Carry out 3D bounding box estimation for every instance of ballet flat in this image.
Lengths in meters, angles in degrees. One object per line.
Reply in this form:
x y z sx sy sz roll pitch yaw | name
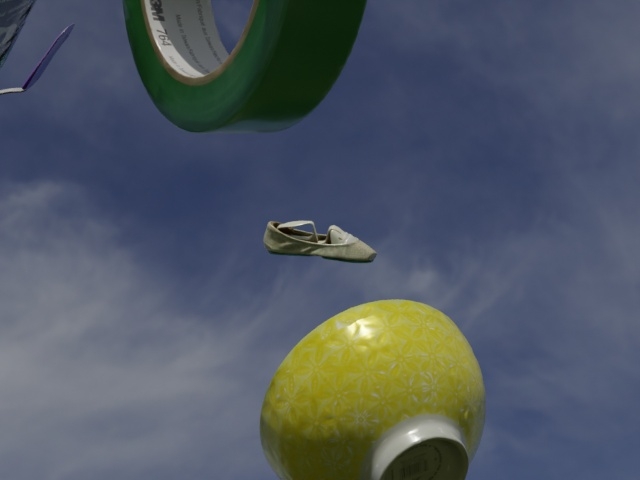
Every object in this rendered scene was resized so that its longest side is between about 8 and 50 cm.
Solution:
0.000 0.000 1.524 0.168 0.057 0.052 5 -72 1 | ballet flat

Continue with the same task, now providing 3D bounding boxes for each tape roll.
-0.077 -0.254 0.915 0.077 0.321 0.321 -3 -43 -35 | tape roll

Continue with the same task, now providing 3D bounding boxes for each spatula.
-0.407 -0.164 1.268 0.296 0.084 0.030 -34 -74 10 | spatula

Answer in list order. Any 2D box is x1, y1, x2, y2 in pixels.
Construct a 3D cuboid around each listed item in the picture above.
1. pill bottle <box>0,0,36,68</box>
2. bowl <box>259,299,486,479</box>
-0.407 -0.270 1.094 0.204 0.204 0.361 19 -27 -24 | pill bottle
0.086 0.231 1.226 0.289 0.156 0.289 -10 -60 -19 | bowl
